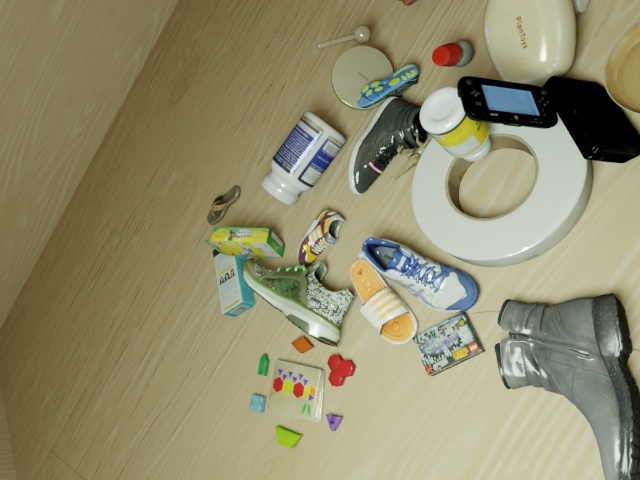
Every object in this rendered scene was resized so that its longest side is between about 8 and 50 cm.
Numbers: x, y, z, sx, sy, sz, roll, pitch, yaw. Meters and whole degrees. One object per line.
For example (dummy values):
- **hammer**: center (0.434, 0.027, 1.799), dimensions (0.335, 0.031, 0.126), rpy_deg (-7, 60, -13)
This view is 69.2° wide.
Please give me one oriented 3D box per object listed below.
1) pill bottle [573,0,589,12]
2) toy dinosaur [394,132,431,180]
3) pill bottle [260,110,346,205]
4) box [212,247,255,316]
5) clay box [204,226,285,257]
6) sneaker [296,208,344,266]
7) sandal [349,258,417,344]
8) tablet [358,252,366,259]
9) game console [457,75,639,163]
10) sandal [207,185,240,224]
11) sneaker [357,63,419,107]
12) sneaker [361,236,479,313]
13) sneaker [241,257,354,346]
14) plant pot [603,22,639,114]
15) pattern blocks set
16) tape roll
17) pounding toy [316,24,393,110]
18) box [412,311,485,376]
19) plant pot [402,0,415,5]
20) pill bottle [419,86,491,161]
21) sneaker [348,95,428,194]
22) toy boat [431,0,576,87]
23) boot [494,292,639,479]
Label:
- **pill bottle**: center (0.530, -0.563, 1.080), dimensions (0.160, 0.087, 0.087), rpy_deg (22, 89, 42)
- **toy dinosaur**: center (0.243, -0.216, 1.190), dimensions (0.183, 0.093, 0.053), rpy_deg (-45, 46, 24)
- **pill bottle**: center (-0.057, -0.245, 1.411), dimensions (0.264, 0.153, 0.153), rpy_deg (-52, 49, 12)
- **box**: center (-0.288, 0.119, 1.532), dimensions (0.100, 0.060, 0.244), rpy_deg (-32, 56, 26)
- **clay box**: center (-0.236, 0.006, 1.441), dimensions (0.222, 0.127, 0.053), rpy_deg (3, 66, 21)
- **sneaker**: center (0.000, 0.000, 1.329), dimensions (0.084, 0.069, 0.185), rpy_deg (31, 96, 48)
- **sandal**: center (0.132, 0.147, 1.155), dimensions (0.102, 0.076, 0.265), rpy_deg (-49, 52, 17)
- **tablet**: center (0.139, 0.048, 1.238), dimensions (0.083, 0.006, 0.054), rpy_deg (-22, 61, 32)
- **game console**: center (0.438, -0.248, 0.898), dimensions (0.044, 0.361, 0.213), rpy_deg (110, 158, -52)
- **sandal**: center (-0.363, -0.135, 1.698), dimensions (0.180, 0.049, 0.072), rpy_deg (-44, 51, 19)
- **sneaker**: center (0.193, -0.421, 1.306), dimensions (0.188, 0.078, 0.067), rpy_deg (-26, 62, 11)
- **sneaker**: center (0.215, 0.078, 1.077), dimensions (0.296, 0.131, 0.112), rpy_deg (23, 87, 39)
- **sneaker**: center (-0.057, 0.129, 1.305), dimensions (0.410, 0.158, 0.182), rpy_deg (31, 80, 38)
- **plant pot**: center (0.690, -0.343, 0.902), dimensions (0.236, 0.032, 0.236), rpy_deg (-16, 65, 36)
- **pattern blocks set**: center (-0.062, 0.408, 1.258), dimensions (0.325, 0.026, 0.285), rpy_deg (10, 80, 42)
- **tape roll**: center (0.391, -0.135, 1.049), dimensions (0.392, 0.072, 0.392), rpy_deg (-16, 64, 36)
- **pounding toy**: center (0.108, -0.496, 1.388), dimensions (0.183, 0.110, 0.237), rpy_deg (-25, 94, -2)
- **box**: center (0.283, 0.232, 1.034), dimensions (0.137, 0.027, 0.094), rpy_deg (-36, 55, 25)
- **plant pot**: center (0.292, -0.822, 1.277), dimensions (0.265, 0.272, 0.272), rpy_deg (-28, 58, 39)
- **pill bottle**: center (0.297, -0.240, 0.994), dimensions (0.103, 0.184, 0.103), rpy_deg (-15, 65, 36)
- **sneaker**: center (0.186, -0.248, 1.239), dimensions (0.147, 0.104, 0.295), rpy_deg (25, 86, 48)
- **toy boat**: center (0.426, -0.478, 1.090), dimensions (0.318, 0.148, 0.267), rpy_deg (-2, 107, 44)
- **boot**: center (0.443, 0.265, 0.845), dimensions (0.223, 0.118, 0.338), rpy_deg (-15, 54, 39)
